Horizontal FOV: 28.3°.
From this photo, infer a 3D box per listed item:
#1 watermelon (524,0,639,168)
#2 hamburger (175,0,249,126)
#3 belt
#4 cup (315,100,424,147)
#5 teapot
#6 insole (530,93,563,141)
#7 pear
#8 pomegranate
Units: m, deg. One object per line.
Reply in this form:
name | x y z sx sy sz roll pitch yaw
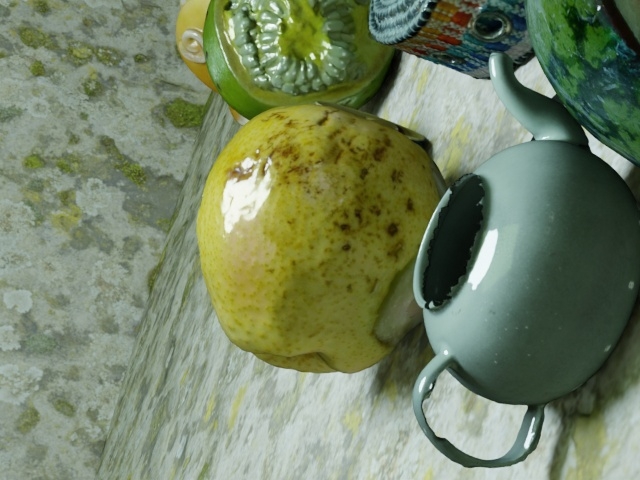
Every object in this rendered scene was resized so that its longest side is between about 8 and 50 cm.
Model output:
watermelon | 0.228 -0.168 0.871 0.224 0.180 0.305 54 -142 -52
hamburger | -0.118 -0.340 2.168 0.303 0.260 0.186 100 176 -53
belt | 0.142 -0.276 1.267 0.295 0.160 0.207 -129 61 -74
cup | 0.045 -0.060 1.443 0.176 0.131 0.155 34 110 50
teapot | 0.142 0.020 0.915 0.193 0.129 0.294 156 133 -72
insole | 0.186 -0.070 1.138 0.045 0.002 0.135 -116 49 -69
pear | 0.000 0.000 1.236 0.271 0.271 0.271 -159 90 -76
pomegranate | -0.024 -0.234 1.696 0.260 0.260 0.341 153 111 -70
